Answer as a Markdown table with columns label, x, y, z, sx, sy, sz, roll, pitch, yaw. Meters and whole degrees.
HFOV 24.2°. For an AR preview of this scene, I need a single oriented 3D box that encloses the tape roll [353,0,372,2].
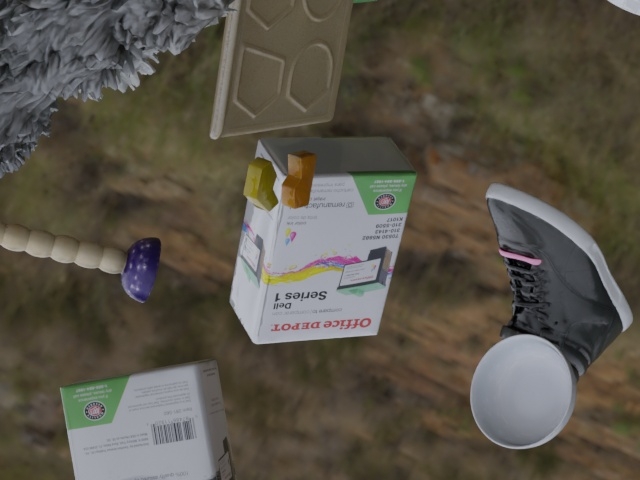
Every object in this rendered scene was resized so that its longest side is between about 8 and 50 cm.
| label | x | y | z | sx | sy | sz | roll | pitch | yaw |
| --- | --- | --- | --- | --- | --- | --- | --- | --- | --- |
| tape roll | 0.034 | -0.503 | 2.144 | 0.077 | 0.321 | 0.321 | -5 | 168 | 1 |

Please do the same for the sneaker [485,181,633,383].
| label | x | y | z | sx | sy | sz | roll | pitch | yaw |
| --- | --- | --- | --- | --- | --- | --- | --- | --- | --- |
| sneaker | 0.235 | 0.066 | 1.615 | 0.104 | 0.147 | 0.296 | 22 | 161 | 44 |

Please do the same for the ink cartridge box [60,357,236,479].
| label | x | y | z | sx | sy | sz | roll | pitch | yaw |
| --- | --- | --- | --- | --- | --- | --- | --- | --- | --- |
| ink cartridge box | -0.180 | 0.251 | 1.630 | 0.160 | 0.219 | 0.092 | -10 | 177 | 11 |

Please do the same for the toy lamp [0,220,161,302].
| label | x | y | z | sx | sy | sz | roll | pitch | yaw |
| --- | --- | --- | --- | --- | --- | --- | --- | --- | --- |
| toy lamp | -0.304 | -0.002 | 1.521 | 0.275 | 0.080 | 0.080 | 16 | 174 | -16 |

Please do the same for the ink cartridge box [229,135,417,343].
| label | x | y | z | sx | sy | sz | roll | pitch | yaw |
| --- | --- | --- | --- | --- | --- | --- | --- | --- | --- |
| ink cartridge box | 0.000 | 0.000 | 2.099 | 0.201 | 0.278 | 0.117 | -3 | -147 | -23 |

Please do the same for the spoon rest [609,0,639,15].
| label | x | y | z | sx | sy | sz | roll | pitch | yaw |
| --- | --- | --- | --- | --- | --- | --- | --- | --- | --- |
| spoon rest | 0.333 | -0.225 | 1.158 | 0.276 | 0.084 | 0.137 | -14 | 163 | -19 |

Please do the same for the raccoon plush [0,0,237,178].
| label | x | y | z | sx | sy | sz | roll | pitch | yaw |
| --- | --- | --- | --- | --- | --- | --- | --- | --- | --- |
| raccoon plush | -0.207 | -0.034 | 0.719 | 0.299 | 0.446 | 0.216 | -17 | 140 | 39 |

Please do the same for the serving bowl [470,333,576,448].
| label | x | y | z | sx | sy | sz | roll | pitch | yaw |
| --- | --- | --- | --- | --- | --- | --- | --- | --- | --- |
| serving bowl | 0.150 | 0.111 | 1.076 | 0.083 | 0.083 | 0.027 | 19 | 178 | 40 |

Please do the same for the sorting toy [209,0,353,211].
| label | x | y | z | sx | sy | sz | roll | pitch | yaw |
| --- | --- | --- | --- | --- | --- | --- | --- | --- | --- |
| sorting toy | -0.047 | -0.176 | 1.581 | 0.041 | 0.307 | 0.229 | 21 | -159 | 30 |
